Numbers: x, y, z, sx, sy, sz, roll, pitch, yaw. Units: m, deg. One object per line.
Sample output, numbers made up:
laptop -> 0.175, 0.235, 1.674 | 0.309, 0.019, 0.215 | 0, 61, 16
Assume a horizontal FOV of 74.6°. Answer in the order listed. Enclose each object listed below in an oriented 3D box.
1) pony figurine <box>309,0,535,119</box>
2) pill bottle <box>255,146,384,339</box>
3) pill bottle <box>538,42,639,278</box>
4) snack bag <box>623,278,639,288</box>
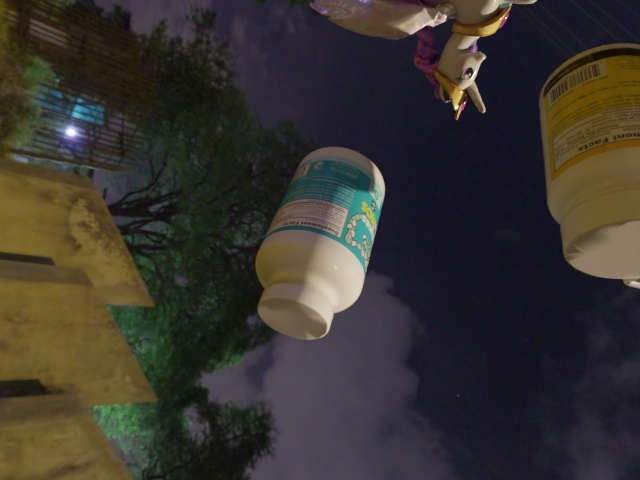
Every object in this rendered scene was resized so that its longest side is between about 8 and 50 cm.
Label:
pony figurine -> 0.204, -0.432, 0.721 | 0.350, 0.303, 0.364 | 32, -48, 9
pill bottle -> 0.000, 0.000, 0.589 | 0.146, 0.146, 0.264 | -26, -147, 42
pill bottle -> 0.281, -0.077, 0.405 | 0.119, 0.119, 0.209 | -20, -134, 44
snack bag -> 0.502, -0.068, 0.573 | 0.037, 0.322, 0.343 | 132, -33, -59
